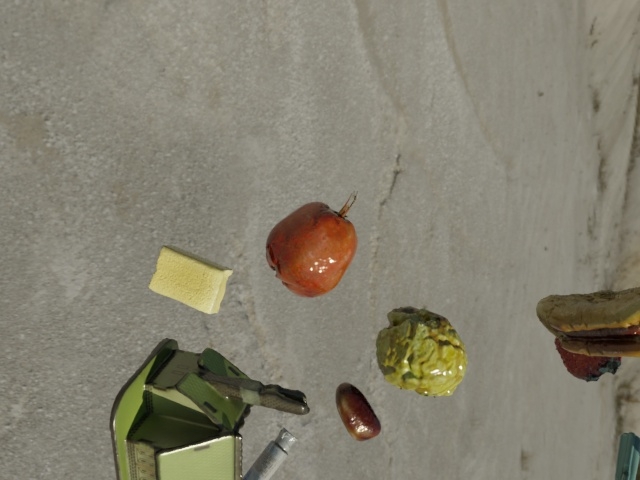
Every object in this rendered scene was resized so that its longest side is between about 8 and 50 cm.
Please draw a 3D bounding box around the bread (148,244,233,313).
[{"bbox_3d":[-0.334,0.101,1.243,0.068,0.188,0.126,1,109,-83],"label":"bread"}]

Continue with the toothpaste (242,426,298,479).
[{"bbox_3d":[-0.152,0.583,1.218,0.234,0.089,0.057,-47,112,-17],"label":"toothpaste"}]

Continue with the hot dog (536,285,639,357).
[{"bbox_3d":[0.384,0.115,0.662,0.073,0.242,0.084,-35,91,-18],"label":"hot dog"}]

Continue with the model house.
[{"bbox_3d":[-0.161,0.310,0.780,0.205,0.278,0.219,-64,161,-65],"label":"model house"}]

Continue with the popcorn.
[{"bbox_3d":[0.307,0.341,1.451,0.282,0.282,0.247,40,74,-46],"label":"popcorn"}]

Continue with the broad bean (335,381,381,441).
[{"bbox_3d":[0.095,0.452,1.281,0.165,0.084,0.114,62,9,5],"label":"broad bean"}]

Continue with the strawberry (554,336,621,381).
[{"bbox_3d":[0.620,0.248,1.123,0.131,0.131,0.148,27,41,-52],"label":"strawberry"}]

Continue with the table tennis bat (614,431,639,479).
[{"bbox_3d":[0.602,0.503,0.965,0.244,0.040,0.153,-59,140,-28],"label":"table tennis bat"}]

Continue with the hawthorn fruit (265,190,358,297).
[{"bbox_3d":[0.000,0.000,1.169,0.211,0.299,0.211,40,14,-12],"label":"hawthorn fruit"}]
